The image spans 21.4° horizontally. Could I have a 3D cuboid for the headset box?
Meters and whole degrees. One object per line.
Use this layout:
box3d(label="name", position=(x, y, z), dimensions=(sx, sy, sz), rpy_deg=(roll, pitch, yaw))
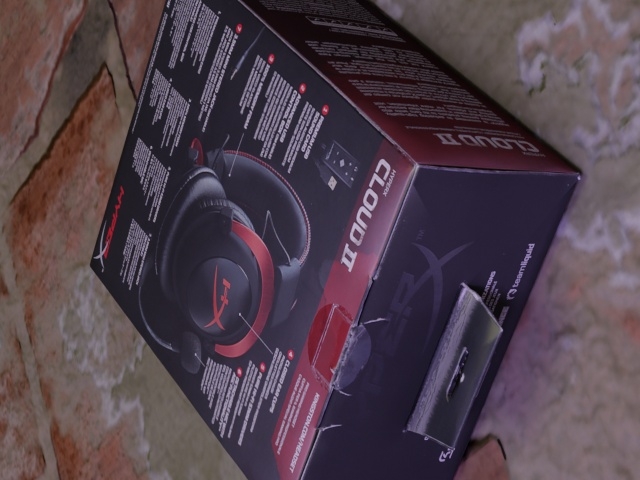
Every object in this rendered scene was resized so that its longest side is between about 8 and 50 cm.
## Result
box3d(label="headset box", position=(0.000, 0.000, 0.928), dimensions=(0.293, 0.110, 0.218), rpy_deg=(46, 125, 46))
